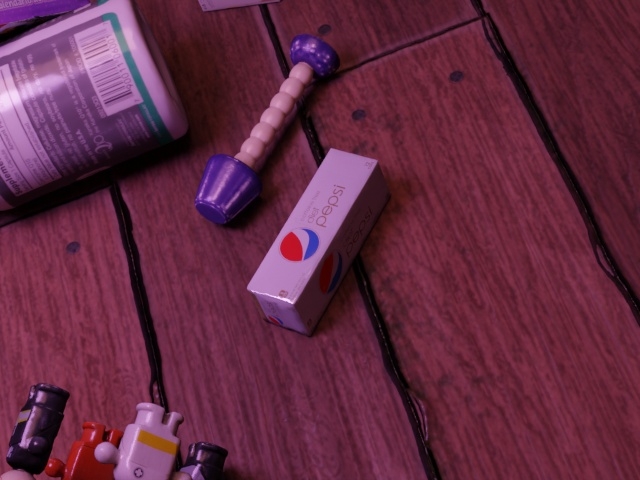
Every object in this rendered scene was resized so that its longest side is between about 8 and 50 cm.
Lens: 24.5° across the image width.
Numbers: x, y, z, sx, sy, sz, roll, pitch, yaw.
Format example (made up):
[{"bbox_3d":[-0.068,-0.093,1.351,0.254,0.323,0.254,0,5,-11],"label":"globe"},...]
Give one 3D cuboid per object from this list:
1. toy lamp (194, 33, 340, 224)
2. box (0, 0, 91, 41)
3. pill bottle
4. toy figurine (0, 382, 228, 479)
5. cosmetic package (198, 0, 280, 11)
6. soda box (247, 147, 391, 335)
[{"bbox_3d":[-0.071,-0.139,1.858,0.080,0.080,0.274,15,61,27],"label":"toy lamp"},{"bbox_3d":[-0.468,-0.263,1.942,0.293,0.057,0.201,-22,2,39],"label":"box"},{"bbox_3d":[-0.370,-0.161,1.891,0.361,0.204,0.204,-22,52,2],"label":"pill bottle"},{"bbox_3d":[-0.218,0.256,1.540,0.210,0.213,0.148,8,68,20],"label":"toy figurine"},{"bbox_3d":[-0.112,-0.358,2.051,0.115,0.041,0.060,-4,54,16],"label":"cosmetic package"},{"bbox_3d":[0.000,0.000,1.735,0.069,0.074,0.216,16,62,27],"label":"soda box"}]
